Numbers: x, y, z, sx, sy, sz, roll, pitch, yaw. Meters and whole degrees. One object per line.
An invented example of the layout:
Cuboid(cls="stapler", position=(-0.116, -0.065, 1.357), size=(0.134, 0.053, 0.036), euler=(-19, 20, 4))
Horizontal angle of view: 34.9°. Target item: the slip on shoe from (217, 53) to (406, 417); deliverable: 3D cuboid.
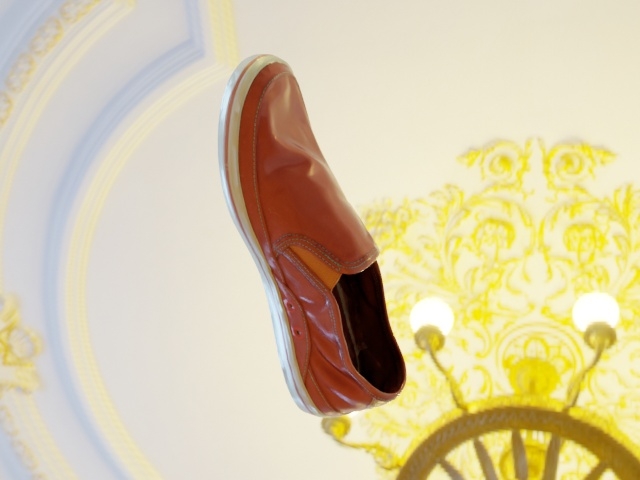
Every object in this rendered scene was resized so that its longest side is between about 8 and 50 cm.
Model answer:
Cuboid(cls="slip on shoe", position=(0.000, 0.000, 0.870), size=(0.101, 0.123, 0.331), euler=(-5, -71, 33))
